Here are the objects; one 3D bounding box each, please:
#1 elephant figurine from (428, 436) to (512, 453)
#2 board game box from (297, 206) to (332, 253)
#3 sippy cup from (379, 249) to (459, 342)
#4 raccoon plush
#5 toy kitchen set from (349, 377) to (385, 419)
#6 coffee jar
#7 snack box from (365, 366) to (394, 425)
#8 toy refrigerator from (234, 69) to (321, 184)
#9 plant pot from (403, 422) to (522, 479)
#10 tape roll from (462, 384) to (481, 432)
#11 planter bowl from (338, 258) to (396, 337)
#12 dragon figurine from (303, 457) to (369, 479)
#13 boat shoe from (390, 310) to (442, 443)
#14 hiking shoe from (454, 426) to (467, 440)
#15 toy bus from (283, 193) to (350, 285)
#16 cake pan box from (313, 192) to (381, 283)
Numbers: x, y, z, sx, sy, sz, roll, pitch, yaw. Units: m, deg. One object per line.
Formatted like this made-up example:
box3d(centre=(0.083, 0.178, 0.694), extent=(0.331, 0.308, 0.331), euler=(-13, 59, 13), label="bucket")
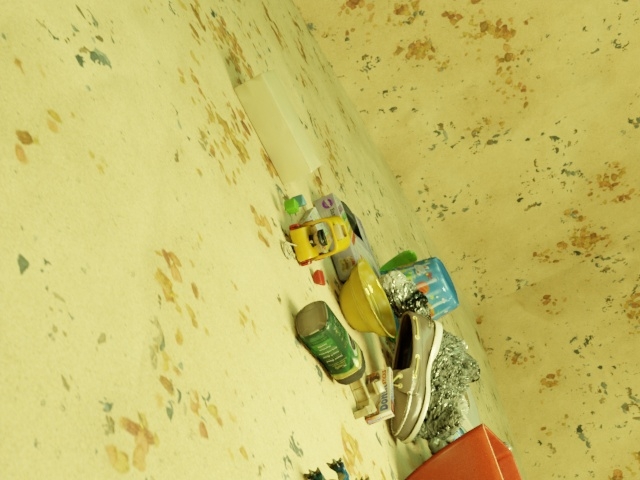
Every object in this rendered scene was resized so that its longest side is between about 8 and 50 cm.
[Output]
box3d(centre=(0.360, 0.570, 2.089), extent=(0.169, 0.239, 0.186), euler=(-137, -127, -78), label="elephant figurine")
box3d(centre=(-0.013, -0.020, 2.076), extent=(0.103, 0.026, 0.154), euler=(62, 14, -10), label="board game box")
box3d(centre=(0.282, 0.163, 2.438), extent=(0.305, 0.224, 0.240), euler=(68, 14, 15), label="sippy cup")
box3d(centre=(0.236, 0.327, 2.157), extent=(0.446, 0.216, 0.299), euler=(50, 24, 0), label="raccoon plush")
box3d(centre=(0.101, 0.337, 1.791), extent=(0.083, 0.068, 0.075), euler=(67, 14, 11), label="toy kitchen set")
box3d(centre=(0.024, 0.215, 1.695), extent=(0.184, 0.079, 0.096), euler=(54, 14, -35), label="coffee jar")
box3d(centre=(0.137, 0.358, 1.894), extent=(0.022, 0.064, 0.178), euler=(62, 14, -20), label="snack box")
box3d(centre=(-0.108, -0.282, 2.052), extent=(0.269, 0.094, 0.102), euler=(62, 21, -9), label="toy refrigerator")
box3d(centre=(0.339, 0.608, 1.851), extent=(0.267, 0.236, 0.267), euler=(46, 24, -52), label="plant pot")
box3d(centre=(0.433, 0.480, 2.771), extent=(0.392, 0.072, 0.392), euler=(57, 16, -26), label="tape roll")
box3d(centre=(0.106, 0.162, 2.067), extent=(0.217, 0.090, 0.217), euler=(57, 16, -27), label="planter bowl")
box3d(centre=(0.045, 0.456, 1.341), extent=(0.289, 0.085, 0.144), euler=(53, 18, -40), label="dragon figurine")
box3d(centre=(0.215, 0.331, 2.012), extent=(0.097, 0.116, 0.324), euler=(26, 65, -20), label="boat shoe")
box3d(centre=(0.375, 0.618, 2.229), extent=(0.304, 0.113, 0.132), euler=(65, 16, 7), label="hiking shoe")
box3d(centre=(0.002, -0.006, 1.901), extent=(0.191, 0.104, 0.202), euler=(54, 25, -43), label="toy bus")
box3d(centre=(0.084, 0.019, 2.287), extent=(0.246, 0.070, 0.267), euler=(44, 25, -61), label="cake pan box")
